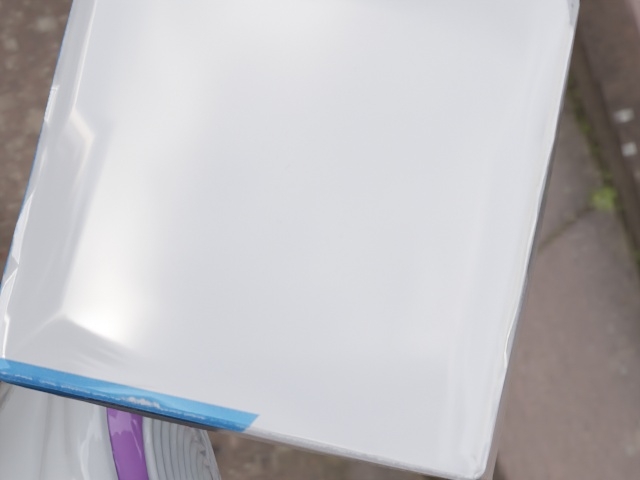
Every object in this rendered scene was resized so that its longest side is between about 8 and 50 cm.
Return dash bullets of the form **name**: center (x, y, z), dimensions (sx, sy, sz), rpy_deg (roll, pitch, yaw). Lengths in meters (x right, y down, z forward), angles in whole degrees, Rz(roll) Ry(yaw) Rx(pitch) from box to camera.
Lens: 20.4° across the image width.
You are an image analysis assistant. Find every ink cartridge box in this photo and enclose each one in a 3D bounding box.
- **ink cartridge box**: center (0.000, 0.000, 0.379), dimensions (0.143, 0.092, 0.090), rpy_deg (56, 45, -81)

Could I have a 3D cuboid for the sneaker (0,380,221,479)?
- **sneaker**: center (-0.110, 0.124, 0.542), dimensions (0.305, 0.152, 0.114), rpy_deg (-87, 159, -52)
